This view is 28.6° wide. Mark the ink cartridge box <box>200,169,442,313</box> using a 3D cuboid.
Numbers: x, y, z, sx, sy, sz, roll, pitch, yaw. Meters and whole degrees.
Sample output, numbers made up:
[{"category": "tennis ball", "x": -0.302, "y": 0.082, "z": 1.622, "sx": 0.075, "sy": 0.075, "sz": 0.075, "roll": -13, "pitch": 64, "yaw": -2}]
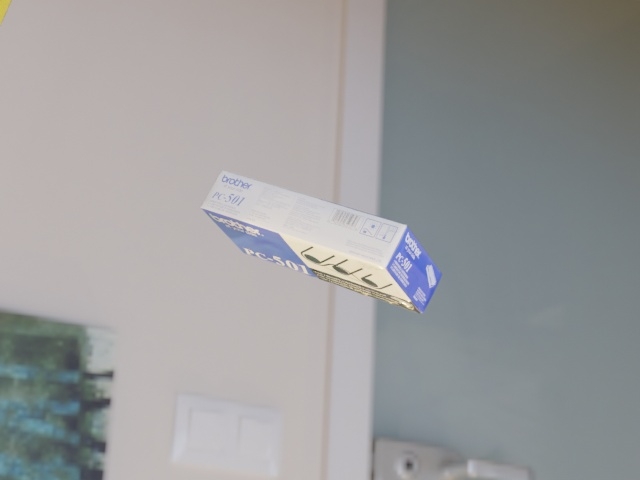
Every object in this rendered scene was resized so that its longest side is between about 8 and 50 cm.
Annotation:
[{"category": "ink cartridge box", "x": 0.000, "y": 0.000, "z": 1.140, "sx": 0.207, "sy": 0.046, "sz": 0.097, "roll": 18, "pitch": 162, "yaw": 32}]

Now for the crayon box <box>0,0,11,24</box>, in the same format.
[{"category": "crayon box", "x": -0.356, "y": -0.178, "z": 0.706, "sx": 0.106, "sy": 0.313, "sz": 0.363, "roll": -18, "pitch": 132, "yaw": 26}]
